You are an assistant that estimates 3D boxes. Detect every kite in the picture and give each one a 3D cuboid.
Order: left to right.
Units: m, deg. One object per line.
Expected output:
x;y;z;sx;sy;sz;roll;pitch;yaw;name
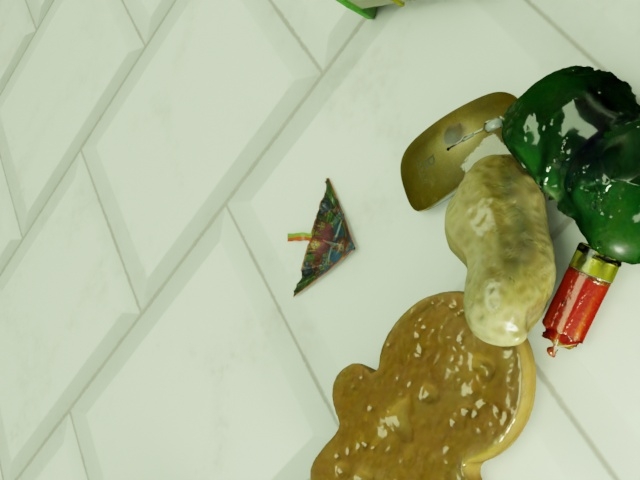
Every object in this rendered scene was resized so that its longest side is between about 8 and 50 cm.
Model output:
0.000;0.000;1.256;0.159;0.010;0.189;16;89;48;kite

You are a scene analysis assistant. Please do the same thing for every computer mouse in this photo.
0.178;-0.112;1.081;0.199;0.045;0.102;-32;60;36;computer mouse

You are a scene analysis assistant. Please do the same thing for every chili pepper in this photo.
0.303;-0.090;0.885;0.148;0.116;0.264;-27;60;-3;chili pepper

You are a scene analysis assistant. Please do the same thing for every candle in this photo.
0.280;0.069;0.919;0.052;0.052;0.130;31;103;46;candle

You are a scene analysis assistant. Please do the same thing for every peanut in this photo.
0.202;0.010;0.952;0.110;0.120;0.236;125;155;-59;peanut

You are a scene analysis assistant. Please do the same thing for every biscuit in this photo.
0.124;0.225;1.031;0.275;0.052;0.354;40;106;42;biscuit

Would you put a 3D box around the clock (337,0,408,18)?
0.151;-0.441;1.171;0.255;0.106;0.219;5;83;42;clock
